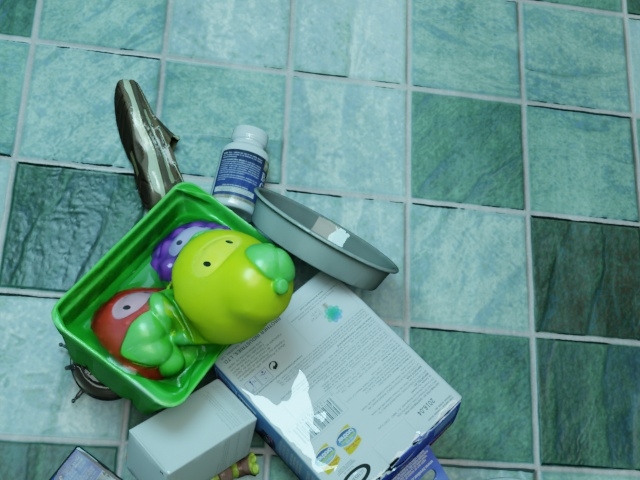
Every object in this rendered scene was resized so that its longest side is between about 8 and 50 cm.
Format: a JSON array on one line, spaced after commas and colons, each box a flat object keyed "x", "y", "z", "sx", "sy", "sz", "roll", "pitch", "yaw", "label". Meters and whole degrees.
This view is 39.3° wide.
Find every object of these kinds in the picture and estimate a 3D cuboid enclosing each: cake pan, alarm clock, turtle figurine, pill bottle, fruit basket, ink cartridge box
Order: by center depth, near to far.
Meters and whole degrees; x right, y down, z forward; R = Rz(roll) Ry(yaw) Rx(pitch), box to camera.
[{"x": -0.203, "y": 0.073, "z": 1.418, "sx": 0.283, "sy": 0.392, "sz": 0.392, "roll": 37, "pitch": 69, "yaw": 1, "label": "fruit basket"}, {"x": -0.204, "y": 0.430, "z": 1.473, "sx": 0.217, "sy": 0.087, "sz": 0.269, "roll": -2, "pitch": 44, "yaw": -18, "label": "turtle figurine"}, {"x": 0.045, "y": 0.280, "z": 1.499, "sx": 0.270, "sy": 0.151, "sz": 0.395, "roll": -39, "pitch": 67, "yaw": -19, "label": "ink cartridge box"}, {"x": -0.345, "y": 0.203, "z": 1.546, "sx": 0.192, "sy": 0.064, "sz": 0.129, "roll": -13, "pitch": 75, "yaw": -18, "label": "alarm clock"}, {"x": 0.000, "y": 0.000, "z": 1.579, "sx": 0.293, "sy": 0.293, "sz": 0.054, "roll": 30, "pitch": 98, "yaw": 0, "label": "cake pan"}, {"x": -0.147, "y": -0.125, "z": 1.673, "sx": 0.094, "sy": 0.094, "sz": 0.169, "roll": 14, "pitch": 70, "yaw": -6, "label": "pill bottle"}]

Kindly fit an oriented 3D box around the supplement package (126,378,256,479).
[{"x": -0.208, "y": 0.325, "z": 1.441, "sx": 0.179, "sy": 0.105, "sz": 0.105, "roll": -27, "pitch": 56, "yaw": -38, "label": "supplement package"}]

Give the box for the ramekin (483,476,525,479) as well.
[{"x": 0.345, "y": 0.541, "z": 1.524, "sx": 0.277, "sy": 0.135, "sz": 0.277, "roll": 3, "pitch": 71, "yaw": -10, "label": "ramekin"}]

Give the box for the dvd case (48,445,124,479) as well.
[{"x": -0.358, "y": 0.484, "z": 1.468, "sx": 0.253, "sy": 0.022, "sz": 0.180, "roll": 37, "pitch": 68, "yaw": 3, "label": "dvd case"}]

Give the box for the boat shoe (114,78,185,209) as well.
[{"x": -0.311, "y": -0.182, "z": 1.672, "sx": 0.095, "sy": 0.095, "sz": 0.257, "roll": -12, "pitch": 80, "yaw": -29, "label": "boat shoe"}]
